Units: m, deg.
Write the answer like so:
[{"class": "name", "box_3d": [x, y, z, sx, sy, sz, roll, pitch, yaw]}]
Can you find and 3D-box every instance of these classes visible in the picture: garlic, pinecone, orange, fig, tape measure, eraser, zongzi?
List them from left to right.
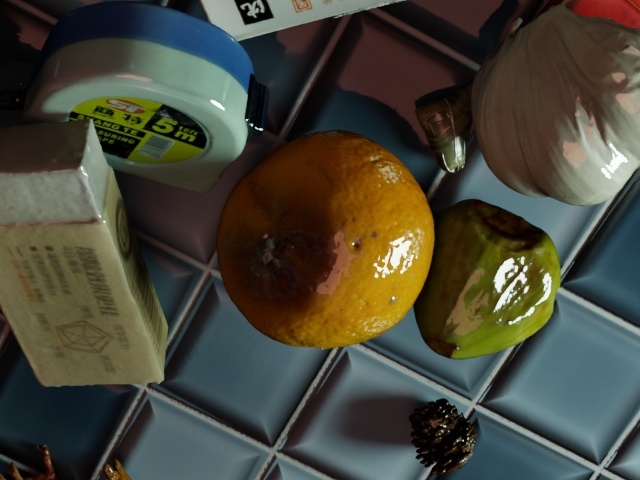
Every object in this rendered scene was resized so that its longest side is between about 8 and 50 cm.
[{"class": "eraser", "box_3d": [-0.254, 0.024, 1.212, 0.144, 0.078, 0.343, -3, 140, 4]}, {"class": "tape measure", "box_3d": [-0.228, -0.150, 1.126, 0.351, 0.097, 0.215, 14, 156, -22]}, {"class": "orange", "box_3d": [0.000, 0.000, 1.202, 0.224, 0.170, 0.224, 3, 96, 31]}, {"class": "pinecone", "box_3d": [0.133, 0.217, 1.347, 0.077, 0.077, 0.083, -37, 87, 16]}, {"class": "zongzi", "box_3d": [0.147, -0.117, 1.242, 0.083, 0.040, 0.076, -29, 114, -5]}, {"class": "fig", "box_3d": [0.163, 0.049, 1.243, 0.144, 0.154, 0.165, 28, 73, 32]}, {"class": "garlic", "box_3d": [0.225, -0.109, 1.136, 0.178, 0.229, 0.142, 42, 64, -20]}]

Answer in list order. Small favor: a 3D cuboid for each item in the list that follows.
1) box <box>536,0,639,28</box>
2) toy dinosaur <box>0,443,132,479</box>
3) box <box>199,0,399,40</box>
[{"class": "box", "box_3d": [0.340, -0.251, 1.155, 0.153, 0.074, 0.240, 36, 110, -14]}, {"class": "toy dinosaur", "box_3d": [-0.281, 0.363, 1.416, 0.208, 0.097, 0.432, -22, 105, 26]}, {"class": "box", "box_3d": [0.016, -0.379, 1.009, 0.345, 0.122, 0.385, -13, 138, 9]}]
